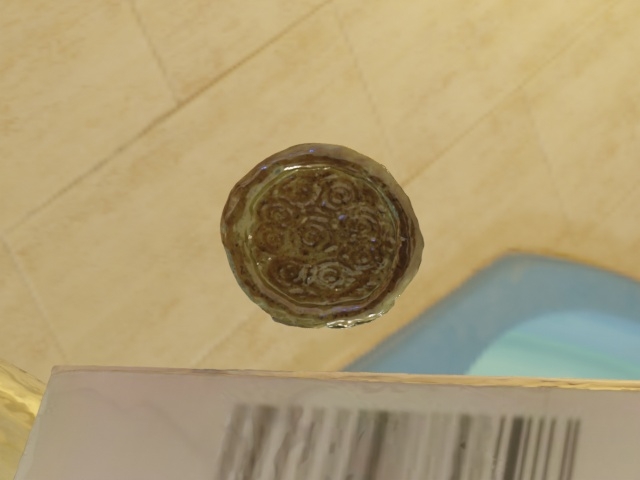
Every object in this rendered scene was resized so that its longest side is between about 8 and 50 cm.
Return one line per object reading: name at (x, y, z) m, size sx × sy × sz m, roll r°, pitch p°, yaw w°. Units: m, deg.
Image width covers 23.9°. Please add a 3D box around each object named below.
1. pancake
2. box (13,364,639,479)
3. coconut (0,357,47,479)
pancake at (0.000, 0.000, 0.838) m, size 0.011 × 0.115 × 0.115 m, roll -54°, pitch 138°, yaw -73°
box at (0.074, 0.143, 0.454) m, size 0.343 × 0.200 × 0.065 m, roll 55°, pitch 41°, yaw -50°
coconut at (-0.197, 0.168, 0.567) m, size 0.323 × 0.323 × 0.323 m, roll -6°, pitch 99°, yaw -43°
